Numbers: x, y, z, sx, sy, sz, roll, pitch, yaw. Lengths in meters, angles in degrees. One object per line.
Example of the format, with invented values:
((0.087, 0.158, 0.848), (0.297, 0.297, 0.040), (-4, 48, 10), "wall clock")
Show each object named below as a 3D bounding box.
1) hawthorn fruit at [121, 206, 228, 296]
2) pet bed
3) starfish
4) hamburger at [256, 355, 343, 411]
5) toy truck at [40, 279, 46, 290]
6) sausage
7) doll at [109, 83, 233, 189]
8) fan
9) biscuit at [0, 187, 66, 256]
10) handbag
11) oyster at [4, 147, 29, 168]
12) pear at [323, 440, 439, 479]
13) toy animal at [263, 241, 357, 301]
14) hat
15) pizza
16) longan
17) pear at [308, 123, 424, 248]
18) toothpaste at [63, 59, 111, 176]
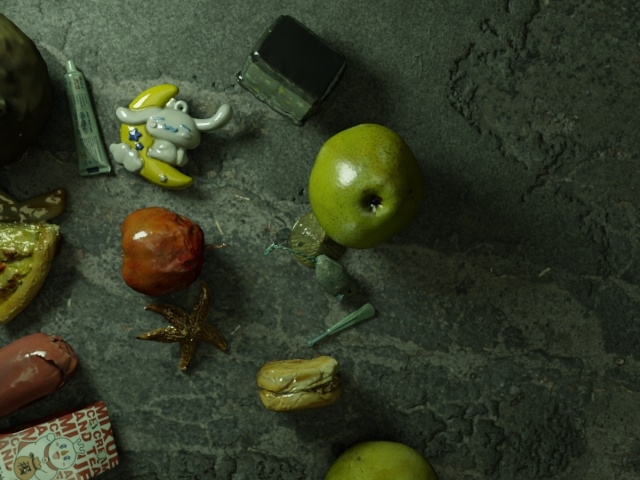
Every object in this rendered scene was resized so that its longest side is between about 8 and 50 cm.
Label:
((-0.334, 0.024, 1.607), (0.243, 0.207, 0.207), (-3, 94, -13), "hawthorn fruit")
((-0.071, -0.387, 1.641), (0.211, 0.159, 0.183), (34, 62, -10), "pet bed")
((-0.317, 0.205, 1.659), (0.227, 0.043, 0.240), (13, 102, -32), "starfish")
((-0.048, 0.335, 1.656), (0.214, 0.214, 0.108), (-4, 92, -8), "hamburger")
((-0.656, 0.077, 1.641), (0.032, 0.024, 0.083), (17, 90, -6), "toy truck")
((-0.692, 0.314, 1.589), (0.280, 0.152, 0.152), (-26, 96, -6), "sausage")
((-0.357, -0.246, 1.622), (0.252, 0.111, 0.237), (22, 89, 0), "doll")
((0.051, 0.215, 1.753), (0.193, 0.016, 0.038), (-30, 99, -6), "fan")
((-0.700, -0.055, 1.616), (0.208, 0.047, 0.164), (8, 95, -9), "biscuit")
((-0.625, 0.487, 1.609), (0.298, 0.151, 0.171), (-19, 90, -10), "handbag")
((-0.698, -0.203, 1.617), (0.093, 0.034, 0.051), (-32, 81, 6), "oyster")
((0.141, 0.633, 1.655), (0.304, 0.304, 0.303), (0, 93, -8), "pear")
((-0.010, 0.068, 1.692), (0.253, 0.070, 0.079), (31, 97, -21), "toy animal")
((0.000, 0.000, 1.708), (0.146, 0.067, 0.145), (0, 93, -8), "hat")
((-0.760, 0.044, 1.564), (0.288, 0.075, 0.279), (23, 105, -14), "pizza")
((-0.755, -0.303, 1.432), (0.391, 0.391, 0.390), (0, 93, -8), "longan")
((0.105, -0.121, 1.605), (0.294, 0.294, 0.294), (0, 93, -8), "pear")
((-0.552, -0.284, 1.625), (0.069, 0.047, 0.268), (-14, 98, -26), "toothpaste")
